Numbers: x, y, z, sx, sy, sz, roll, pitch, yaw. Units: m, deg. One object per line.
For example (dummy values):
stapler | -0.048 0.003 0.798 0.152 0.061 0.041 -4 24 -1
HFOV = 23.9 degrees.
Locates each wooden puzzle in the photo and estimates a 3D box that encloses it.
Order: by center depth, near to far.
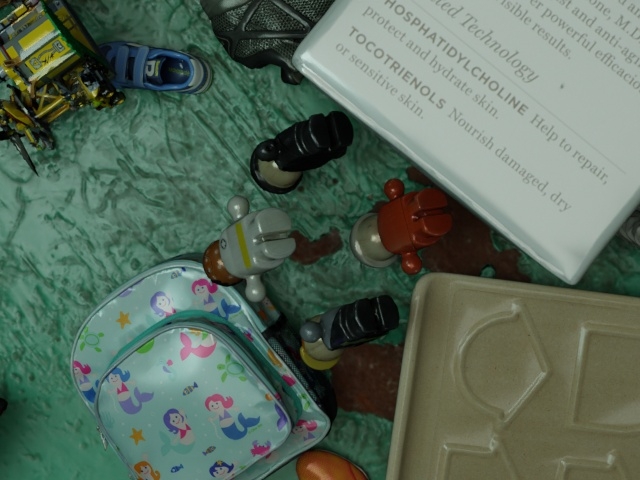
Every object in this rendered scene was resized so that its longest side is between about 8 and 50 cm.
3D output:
wooden puzzle | 0.242 0.206 1.600 0.347 0.080 0.322 7 97 -7

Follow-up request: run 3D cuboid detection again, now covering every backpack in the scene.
backpack | -0.133 0.145 1.570 0.225 0.191 0.253 -34 86 12

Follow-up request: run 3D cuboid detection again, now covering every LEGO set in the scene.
LEGO set | -0.369 -0.223 1.527 0.192 0.255 0.331 -36 88 4

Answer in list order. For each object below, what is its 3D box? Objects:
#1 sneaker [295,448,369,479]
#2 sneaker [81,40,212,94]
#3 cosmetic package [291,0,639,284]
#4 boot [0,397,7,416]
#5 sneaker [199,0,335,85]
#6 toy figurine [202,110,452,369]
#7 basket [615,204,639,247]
sneaker | 0.041 0.294 1.627 0.064 0.067 0.175 -44 89 5
sneaker | -0.190 -0.185 1.612 0.144 0.059 0.053 3 96 3
cosmetic package | 0.225 -0.215 1.460 0.327 0.329 0.394 39 93 1
boot | -0.460 0.130 1.524 0.284 0.377 0.138 27 50 -4
sneaker | -0.001 -0.245 1.591 0.227 0.087 0.130 -24 94 6
toy figurine | 0.000 0.000 1.513 0.213 0.148 0.210 36 61 -16
basket | 0.489 -0.061 1.467 0.266 0.331 0.328 37 94 -6
